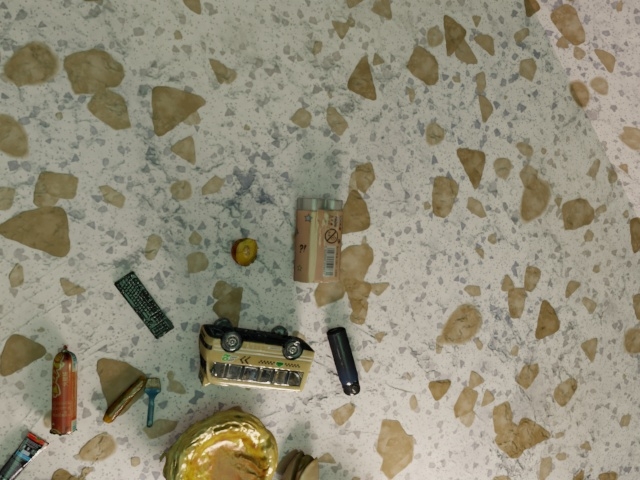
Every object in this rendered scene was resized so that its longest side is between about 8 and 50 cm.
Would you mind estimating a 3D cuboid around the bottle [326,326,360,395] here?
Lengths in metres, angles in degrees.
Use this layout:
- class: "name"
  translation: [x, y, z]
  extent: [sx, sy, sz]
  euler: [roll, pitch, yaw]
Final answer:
- class: "bottle"
  translation: [0.087, 0.433, 1.996]
  extent: [0.072, 0.082, 0.244]
  euler: [-19, 100, -26]

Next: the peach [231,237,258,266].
- class: "peach"
  translation: [-0.256, 0.036, 1.858]
  extent: [0.098, 0.061, 0.098]
  euler: [-14, 111, -39]

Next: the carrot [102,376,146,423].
- class: "carrot"
  translation: [-0.615, 0.500, 1.757]
  extent: [0.170, 0.042, 0.042]
  euler: [-47, 107, -12]

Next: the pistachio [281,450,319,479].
- class: "pistachio"
  translation: [-0.071, 0.846, 1.936]
  extent: [0.144, 0.144, 0.215]
  euler: [24, 78, -20]

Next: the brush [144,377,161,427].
- class: "brush"
  translation: [-0.545, 0.523, 1.800]
  extent: [0.051, 0.014, 0.164]
  euler: [6, 92, -19]

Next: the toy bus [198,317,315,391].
- class: "toy bus"
  translation: [-0.219, 0.383, 1.830]
  extent: [0.366, 0.177, 0.201]
  euler: [12, 94, -22]

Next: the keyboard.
- class: "keyboard"
  translation: [-0.558, 0.208, 1.774]
  extent: [0.072, 0.023, 0.231]
  euler: [-36, 104, -13]

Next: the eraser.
- class: "eraser"
  translation: [0.000, 0.000, 1.940]
  extent: [0.171, 0.087, 0.290]
  euler: [2, 93, -23]

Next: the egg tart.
- class: "egg tart"
  translation: [-0.328, 0.724, 1.814]
  extent: [0.388, 0.169, 0.387]
  euler: [-2, 95, -24]

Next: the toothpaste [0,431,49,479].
- class: "toothpaste"
  translation: [-0.903, 0.669, 1.662]
  extent: [0.071, 0.045, 0.193]
  euler: [44, 72, -25]

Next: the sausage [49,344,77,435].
- class: "sausage"
  translation: [-0.770, 0.446, 1.682]
  extent: [0.083, 0.083, 0.263]
  euler: [1, 91, -21]
